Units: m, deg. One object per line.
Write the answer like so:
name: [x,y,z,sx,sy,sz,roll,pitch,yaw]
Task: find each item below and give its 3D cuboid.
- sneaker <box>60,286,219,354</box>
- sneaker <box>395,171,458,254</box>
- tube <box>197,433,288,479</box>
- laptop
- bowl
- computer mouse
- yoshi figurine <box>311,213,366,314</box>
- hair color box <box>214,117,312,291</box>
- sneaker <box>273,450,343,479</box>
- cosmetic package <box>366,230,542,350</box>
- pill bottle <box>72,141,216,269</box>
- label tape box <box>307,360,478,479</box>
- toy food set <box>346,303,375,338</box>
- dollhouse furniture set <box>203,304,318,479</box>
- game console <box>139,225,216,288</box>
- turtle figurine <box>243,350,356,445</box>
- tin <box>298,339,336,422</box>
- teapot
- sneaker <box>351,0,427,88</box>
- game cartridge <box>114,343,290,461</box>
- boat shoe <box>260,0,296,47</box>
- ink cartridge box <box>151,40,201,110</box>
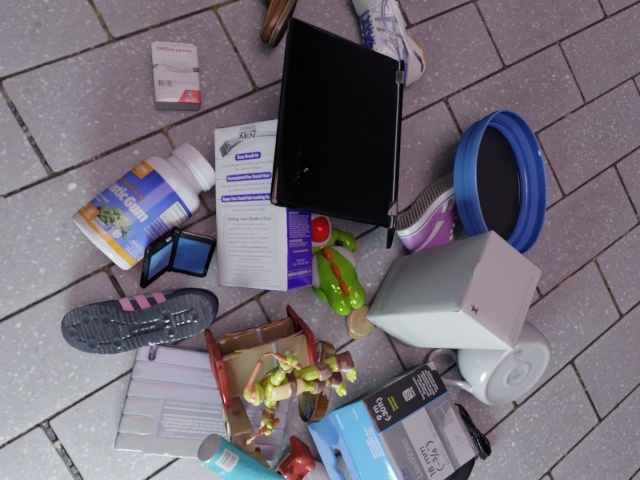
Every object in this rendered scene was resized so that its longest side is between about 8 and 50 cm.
sneaker: [-0.369,0.164,0.953,0.319,0.131,0.112,-6,96,3]
sneaker: [0.333,-0.061,1.220,0.282,0.102,0.161,-44,111,-14]
tube: [-0.147,0.443,0.859,0.080,0.052,0.207,-37,120,-1]
laptop: [0.062,-0.206,1.018,0.237,0.408,0.381,4,80,8]
bowl: [0.492,-0.150,1.219,0.391,0.077,0.390,2,88,-41]
computer mouse: [0.337,0.583,1.177,0.272,0.072,0.188,-39,100,-18]
yoshi figurine: [-0.012,0.010,1.074,0.203,0.204,0.362,-9,71,-59]
hair color box: [-0.120,-0.071,0.947,0.110,0.185,0.338,-7,97,-59]
sneaker: [-0.085,0.633,1.016,0.169,0.108,0.292,33,67,-12]
cosmetic package: [0.281,0.127,1.024,0.155,0.366,0.196,37,69,-13]
pill bottle: [-0.354,-0.081,0.942,0.272,0.152,0.152,-45,101,-16]
label tape box: [0.175,0.470,1.063,0.334,0.106,0.240,-19,76,-26]
toy food set: [0.105,0.205,1.151,0.083,0.020,0.083,-17,91,-20]
dollhouse furniture set: [-0.113,0.355,0.962,0.202,0.152,0.373,-11,107,-20]
game console: [-0.301,0.048,0.947,0.085,0.144,0.124,35,43,7]
turtle figurine: [-0.054,0.272,0.835,0.218,0.087,0.269,-4,127,-26]
tin: [-0.008,0.330,1.059,0.040,0.106,0.189,16,82,-25]
teapot: [0.449,0.293,1.185,0.256,0.187,0.252,20,107,-33]
sneaker: [0.157,-0.532,1.175,0.131,0.112,0.296,-39,98,-17]
game cartridge: [-0.245,0.363,1.000,0.355,0.068,0.230,14,86,-18]
boat shoe: [-0.102,-0.611,1.101,0.105,0.111,0.307,22,69,-13]
ink cartridge box: [-0.328,-0.371,1.023,0.099,0.056,0.135,-4,88,-20]
